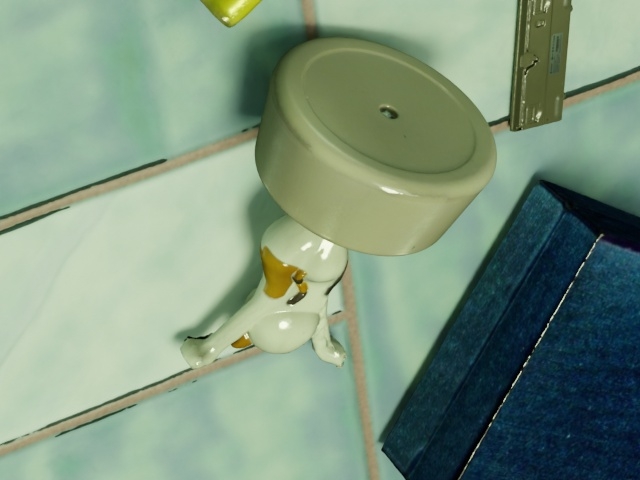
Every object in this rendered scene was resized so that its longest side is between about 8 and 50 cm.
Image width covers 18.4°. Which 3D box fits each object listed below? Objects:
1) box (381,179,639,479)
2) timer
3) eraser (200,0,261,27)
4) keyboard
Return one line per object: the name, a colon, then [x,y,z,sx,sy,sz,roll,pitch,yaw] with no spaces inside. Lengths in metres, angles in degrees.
box: [0.234,0.118,1.695,0.261,0.116,0.279,19,108,-35]
timer: [0.000,0.000,1.491,0.175,0.175,0.266,2,133,-31]
eraser: [-0.037,-0.265,1.271,0.226,0.069,0.158,-43,97,14]
keyboard: [0.175,-0.148,1.566,0.049,0.015,0.129,-17,125,-26]
